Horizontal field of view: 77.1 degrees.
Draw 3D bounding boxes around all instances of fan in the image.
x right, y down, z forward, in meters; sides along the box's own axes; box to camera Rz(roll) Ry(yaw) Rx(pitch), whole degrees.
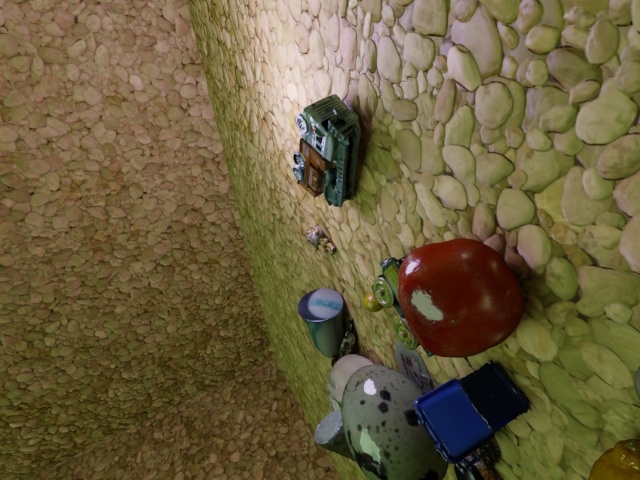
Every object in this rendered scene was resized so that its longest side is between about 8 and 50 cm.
[{"bbox_3d":[0.313,0.406,1.198,0.329,0.009,0.190,9,118,68],"label":"fan"}]

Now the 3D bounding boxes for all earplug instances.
[{"bbox_3d":[0.026,0.379,1.687,0.185,0.185,0.323,44,153,49],"label":"earplug"}]

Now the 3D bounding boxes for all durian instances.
[{"bbox_3d":[0.413,0.538,1.012,0.066,0.052,0.130,24,140,59],"label":"durian"}]

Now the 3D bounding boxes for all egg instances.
[{"bbox_3d":[0.216,0.554,1.200,0.287,0.288,0.379,98,155,-53],"label":"egg"}]

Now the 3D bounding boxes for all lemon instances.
[{"bbox_3d":[0.169,0.198,1.284,0.083,0.062,0.062,-8,102,70],"label":"lemon"},{"bbox_3d":[0.470,0.378,0.578,0.142,0.142,0.186,167,88,-70],"label":"lemon"}]

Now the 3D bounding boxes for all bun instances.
[{"bbox_3d":[0.151,0.614,1.523,0.365,0.220,0.365,51,157,32],"label":"bun"}]

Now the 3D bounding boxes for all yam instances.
[{"bbox_3d":[0.152,0.686,1.341,0.331,0.133,0.133,29,156,-2],"label":"yam"}]

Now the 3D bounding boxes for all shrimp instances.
[{"bbox_3d":[0.102,0.434,1.623,0.066,0.117,0.261,32,137,38],"label":"shrimp"}]

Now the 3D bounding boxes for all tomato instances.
[{"bbox_3d":[0.255,0.111,0.748,0.232,0.188,0.231,12,117,24],"label":"tomato"}]

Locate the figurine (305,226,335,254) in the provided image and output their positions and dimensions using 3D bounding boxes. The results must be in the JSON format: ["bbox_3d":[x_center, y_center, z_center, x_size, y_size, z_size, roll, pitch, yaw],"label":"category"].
[{"bbox_3d":[0.001,-0.003,1.521,0.143,0.068,0.101,19,132,49],"label":"figurine"}]

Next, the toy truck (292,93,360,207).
[{"bbox_3d":[0.031,-0.242,1.107,0.184,0.133,0.338,49,157,21],"label":"toy truck"}]

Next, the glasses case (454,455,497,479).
[{"bbox_3d":[0.461,0.709,1.016,0.321,0.082,0.122,55,156,30],"label":"glasses case"}]

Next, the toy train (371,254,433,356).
[{"bbox_3d":[0.235,0.142,0.966,0.260,0.134,0.177,62,152,18],"label":"toy train"}]

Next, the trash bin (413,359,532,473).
[{"bbox_3d":[0.343,0.392,0.908,0.184,0.163,0.234,57,151,28],"label":"trash bin"}]

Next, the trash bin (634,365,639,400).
[{"bbox_3d":[0.486,0.186,0.381,0.243,0.121,0.247,59,160,24],"label":"trash bin"}]
